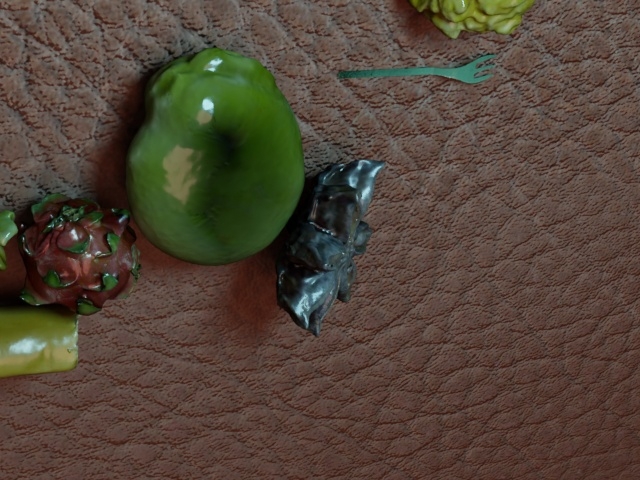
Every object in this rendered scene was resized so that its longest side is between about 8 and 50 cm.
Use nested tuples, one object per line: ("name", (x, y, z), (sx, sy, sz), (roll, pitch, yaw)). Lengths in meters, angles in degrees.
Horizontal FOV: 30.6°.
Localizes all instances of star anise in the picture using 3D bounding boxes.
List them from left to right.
("star anise", (0.001, -0.001, 1.509), (0.109, 0.236, 0.223), (18, 122, 14))

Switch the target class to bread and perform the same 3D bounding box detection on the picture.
("bread", (-0.377, 0.121, 1.421), (0.173, 0.134, 0.085), (-5, 90, -22))

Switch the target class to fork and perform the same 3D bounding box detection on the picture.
("fork", (0.133, -0.217, 1.526), (0.235, 0.021, 0.039), (-8, 121, -23))

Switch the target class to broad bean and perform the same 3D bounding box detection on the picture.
("broad bean", (-0.127, -0.094, 1.409), (0.238, 0.119, 0.291), (-34, 133, -21))

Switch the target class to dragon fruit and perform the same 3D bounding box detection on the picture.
("dragon fruit", (-0.284, 0.024, 1.404), (0.137, 0.236, 0.135), (10, 80, 4))

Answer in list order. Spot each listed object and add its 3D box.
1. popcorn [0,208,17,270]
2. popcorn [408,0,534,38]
("popcorn", (-0.424, 0.013, 1.313), (0.163, 0.141, 0.135), (1, 156, 7))
("popcorn", (0.205, -0.330, 1.416), (0.163, 0.140, 0.194), (27, 107, -32))
